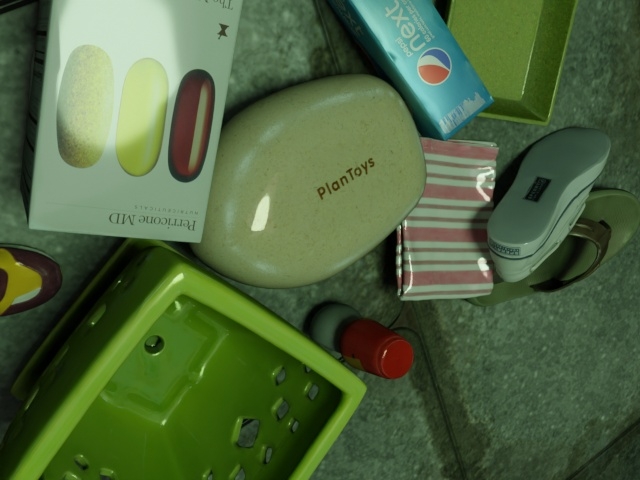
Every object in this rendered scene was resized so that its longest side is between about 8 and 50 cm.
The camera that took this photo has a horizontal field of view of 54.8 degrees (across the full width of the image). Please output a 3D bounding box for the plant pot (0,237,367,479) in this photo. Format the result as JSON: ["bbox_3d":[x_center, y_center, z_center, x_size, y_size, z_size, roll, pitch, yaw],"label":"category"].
[{"bbox_3d":[-0.136,0.132,0.563,0.227,0.207,0.228,39,86,-32],"label":"plant pot"}]

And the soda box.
[{"bbox_3d":[0.081,-0.203,0.620,0.067,0.071,0.210,-38,107,-1],"label":"soda box"}]

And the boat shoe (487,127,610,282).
[{"bbox_3d":[0.289,-0.051,0.794,0.258,0.095,0.084,-42,138,-26],"label":"boat shoe"}]

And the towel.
[{"bbox_3d":[0.156,-0.025,0.750,0.144,0.029,0.197,-1,92,-28],"label":"towel"}]

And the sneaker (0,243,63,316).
[{"bbox_3d":[-0.310,0.043,0.510,0.185,0.084,0.070,0,106,-28],"label":"sneaker"}]

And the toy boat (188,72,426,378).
[{"bbox_3d":[0.000,0.000,0.647,0.267,0.148,0.318,-27,110,-24],"label":"toy boat"}]

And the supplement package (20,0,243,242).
[{"bbox_3d":[-0.158,-0.135,0.505,0.139,0.134,0.244,4,104,-29],"label":"supplement package"}]

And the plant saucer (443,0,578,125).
[{"bbox_3d":[0.208,-0.239,0.723,0.188,0.045,0.188,1,106,-29],"label":"plant saucer"}]

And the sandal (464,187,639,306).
[{"bbox_3d":[0.331,0.022,0.849,0.302,0.086,0.120,-23,112,-18],"label":"sandal"}]
